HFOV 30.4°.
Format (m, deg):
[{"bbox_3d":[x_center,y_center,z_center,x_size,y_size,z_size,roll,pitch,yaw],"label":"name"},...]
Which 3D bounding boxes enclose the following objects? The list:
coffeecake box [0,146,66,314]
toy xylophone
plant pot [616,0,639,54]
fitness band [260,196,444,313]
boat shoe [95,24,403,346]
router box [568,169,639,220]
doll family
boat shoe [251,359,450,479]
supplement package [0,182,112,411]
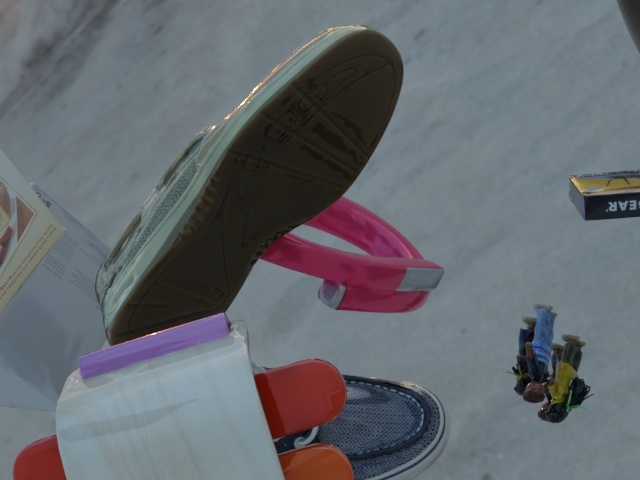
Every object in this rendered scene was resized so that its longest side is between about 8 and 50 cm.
[{"bbox_3d":[-0.227,-0.047,0.521,0.142,0.185,0.068,0,45,37],"label":"coffeecake box"},{"bbox_3d":[-0.084,0.210,0.683,0.236,0.322,0.081,-9,0,0],"label":"toy xylophone"},{"bbox_3d":[0.507,-0.328,1.628,0.215,0.230,0.215,-27,47,34],"label":"plant pot"},{"bbox_3d":[0.000,0.000,1.173,0.209,0.291,0.054,34,106,35],"label":"fitness band"},{"bbox_3d":[-0.074,-0.053,0.978,0.341,0.122,0.110,-47,41,9],"label":"boat shoe"},{"bbox_3d":[0.496,-0.075,1.877,0.179,0.046,0.133,-5,17,3],"label":"router box"},{"bbox_3d":[0.259,0.152,1.348,0.076,0.193,0.111,-2,62,40],"label":"doll family"},{"bbox_3d":[-0.048,0.172,1.134,0.341,0.158,0.127,-8,58,5],"label":"boat shoe"},{"bbox_3d":[-0.365,0.071,1.408,0.149,0.194,0.203,-3,54,39],"label":"supplement package"}]
